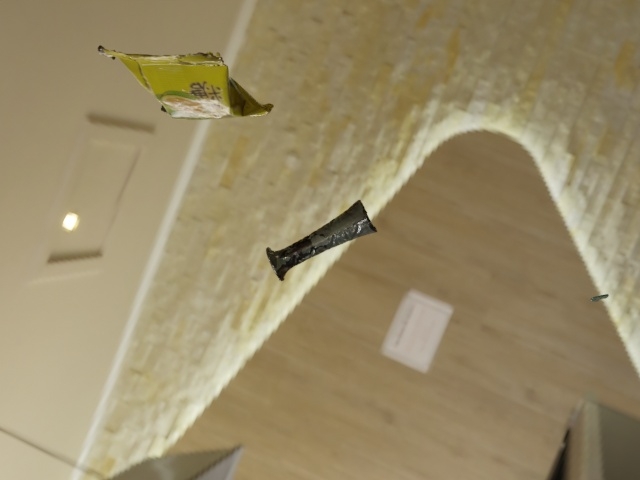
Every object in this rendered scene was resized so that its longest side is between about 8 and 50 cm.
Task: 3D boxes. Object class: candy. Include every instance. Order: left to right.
[{"bbox_3d":[-0.189,-0.224,1.698,0.297,0.187,0.081,29,-114,-73],"label":"candy"}]

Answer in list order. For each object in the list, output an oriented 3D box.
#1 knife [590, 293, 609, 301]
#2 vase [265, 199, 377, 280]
[{"bbox_3d":[0.471,0.097,1.965,0.014,0.005,0.091,-49,-21,20],"label":"knife"},{"bbox_3d":[0.000,0.000,1.772,0.167,0.059,0.059,-28,-10,4],"label":"vase"}]
